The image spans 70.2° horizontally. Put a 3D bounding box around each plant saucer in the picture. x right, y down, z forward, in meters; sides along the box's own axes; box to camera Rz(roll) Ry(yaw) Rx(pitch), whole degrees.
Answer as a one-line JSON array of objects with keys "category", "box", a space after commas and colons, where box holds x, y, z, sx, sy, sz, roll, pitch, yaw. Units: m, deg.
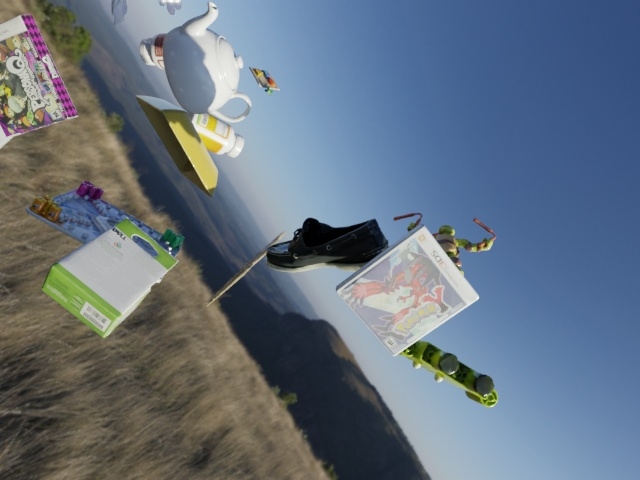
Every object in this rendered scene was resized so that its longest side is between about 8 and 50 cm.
[{"category": "plant saucer", "box": [-0.481, -0.346, 1.579, 0.333, 0.081, 0.333, 35, -24, 47]}]

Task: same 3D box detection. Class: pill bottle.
[{"category": "pill bottle", "box": [-0.450, -0.445, 1.908, 0.245, 0.136, 0.136, 24, 15, -36]}, {"category": "pill bottle", "box": [-0.522, -0.672, 1.618, 0.121, 0.216, 0.121, 6, 90, -76]}]

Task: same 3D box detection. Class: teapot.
[{"category": "teapot", "box": [-0.307, -0.480, 1.280, 0.256, 0.187, 0.253, -25, 108, -83]}]

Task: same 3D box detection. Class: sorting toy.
[{"category": "sorting toy", "box": [-0.114, -0.341, 0.982, 0.062, 0.012, 0.083, -5, 60, -48]}]

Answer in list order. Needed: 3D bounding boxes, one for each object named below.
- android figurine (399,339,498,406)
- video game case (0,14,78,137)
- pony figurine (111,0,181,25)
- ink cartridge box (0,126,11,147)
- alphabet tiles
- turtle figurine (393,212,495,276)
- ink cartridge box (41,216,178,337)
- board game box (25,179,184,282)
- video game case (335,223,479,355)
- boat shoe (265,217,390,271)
[{"category": "android figurine", "box": [0.271, 0.285, 1.026, 0.248, 0.056, 0.273, 32, -12, -3]}, {"category": "video game case", "box": [-0.714, -0.380, 1.077, 0.042, 0.210, 0.232, -60, 138, -61]}, {"category": "pony figurine", "box": [-0.599, -0.917, 1.457, 0.363, 0.303, 0.351, 42, -36, 4]}, {"category": "ink cartridge box", "box": [-0.926, -0.270, 1.202, 0.176, 0.127, 0.128, -12, -48, 38]}, {"category": "alphabet tiles", "box": [-0.257, 0.095, 1.559, 0.011, 0.342, 0.285, 47, 35, -6]}, {"category": "turtle figurine", "box": [0.306, 0.023, 1.174, 0.269, 0.217, 0.087, 13, -47, 12]}, {"category": "ink cartridge box", "box": [-0.508, 0.082, 1.131, 0.189, 0.097, 0.255, 41, 33, -6]}, {"category": "board game box", "box": [-0.628, -0.045, 1.416, 0.390, 0.050, 0.390, 32, 9, -14]}, {"category": "video game case", "box": [0.162, 0.097, 0.849, 0.183, 0.201, 0.023, 49, 12, -14]}, {"category": "boat shoe", "box": [-0.002, 0.002, 1.036, 0.340, 0.127, 0.113, 1, -64, 41]}]
